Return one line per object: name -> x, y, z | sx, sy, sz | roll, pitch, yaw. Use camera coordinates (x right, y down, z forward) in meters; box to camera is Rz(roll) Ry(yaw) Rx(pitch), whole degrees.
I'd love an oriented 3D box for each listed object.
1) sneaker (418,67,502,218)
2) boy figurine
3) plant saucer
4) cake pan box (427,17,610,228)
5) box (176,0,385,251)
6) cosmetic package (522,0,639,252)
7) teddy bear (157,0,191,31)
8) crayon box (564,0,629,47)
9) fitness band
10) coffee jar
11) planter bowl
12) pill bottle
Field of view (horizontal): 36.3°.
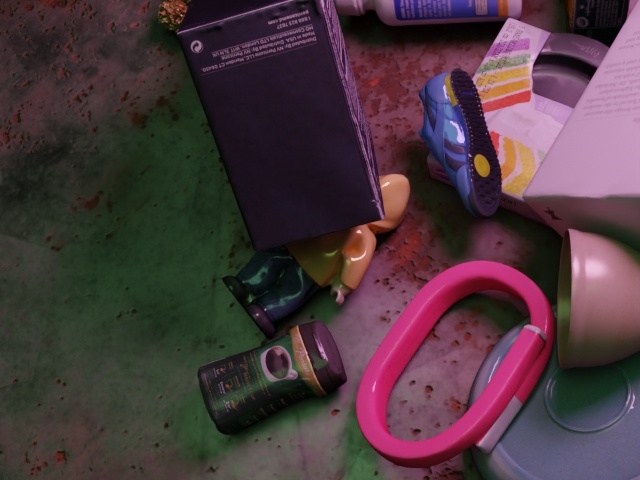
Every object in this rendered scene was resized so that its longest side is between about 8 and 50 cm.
sneaker -> 0.181, -0.122, 1.301 | 0.082, 0.069, 0.209 | -25, 72, 42
boy figurine -> 0.000, 0.000, 1.339 | 0.285, 0.092, 0.177 | -41, 65, -7
plant saucer -> 0.320, 0.189, 1.157 | 0.317, 0.043, 0.317 | -15, 47, 18
cake pan box -> 0.315, -0.160, 1.350 | 0.246, 0.070, 0.267 | 28, 76, 19
box -> -0.044, -0.190, 1.254 | 0.183, 0.294, 0.296 | -15, 26, 7
cosmetic package -> 0.468, -0.186, 1.182 | 0.453, 0.161, 0.230 | -56, 23, -14
teddy bear -> -0.144, -0.388, 1.537 | 0.245, 0.113, 0.338 | -34, 57, -11
crayon box -> 0.385, -0.460, 1.386 | 0.081, 0.202, 0.318 | -2, 66, 12
fitness band -> 0.164, 0.152, 1.215 | 0.209, 0.054, 0.291 | 23, 71, 47
coffee jar -> -0.062, 0.179, 1.283 | 0.184, 0.079, 0.096 | -23, 63, 3
planter bowl -> 0.334, 0.068, 1.120 | 0.109, 0.162, 0.162 | 2, 68, 9
pill bottle -> 0.159, -0.394, 1.433 | 0.272, 0.152, 0.152 | 1, 68, 12
